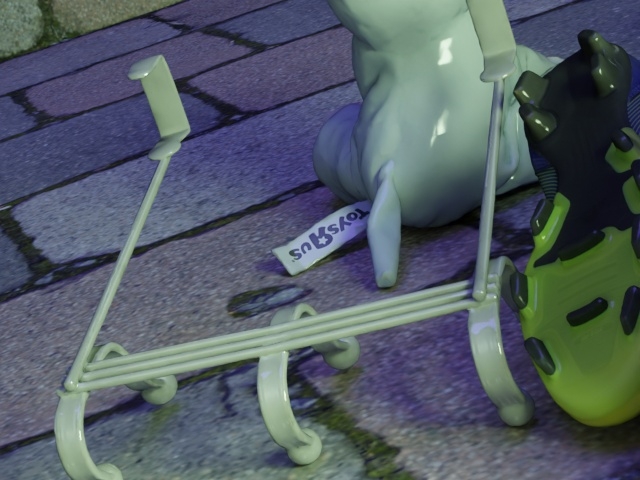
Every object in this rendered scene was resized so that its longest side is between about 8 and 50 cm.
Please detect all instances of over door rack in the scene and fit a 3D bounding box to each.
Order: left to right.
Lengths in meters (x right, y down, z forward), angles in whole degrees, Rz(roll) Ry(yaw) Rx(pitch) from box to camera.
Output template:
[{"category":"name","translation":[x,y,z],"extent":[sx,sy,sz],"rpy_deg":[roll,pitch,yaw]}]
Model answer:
[{"category":"over door rack","translation":[0.000,0.000,0.956],"extent":[0.240,0.108,0.324],"rpy_deg":[-13,39,15]}]

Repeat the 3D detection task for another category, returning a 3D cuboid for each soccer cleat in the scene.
[{"category":"soccer cleat","translation":[0.160,-0.001,0.877],"extent":[0.093,0.121,0.289],"rpy_deg":[-34,26,25]}]

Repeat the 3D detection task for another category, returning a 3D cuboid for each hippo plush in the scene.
[{"category":"hippo plush","translation":[0.057,-0.141,1.196],"extent":[0.294,0.236,0.234],"rpy_deg":[-26,19,-30]}]

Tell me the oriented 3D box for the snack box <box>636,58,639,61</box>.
[{"category":"snack box","translation":[0.246,-0.124,1.338],"extent":[0.178,0.022,0.064],"rpy_deg":[-13,15,15]}]
